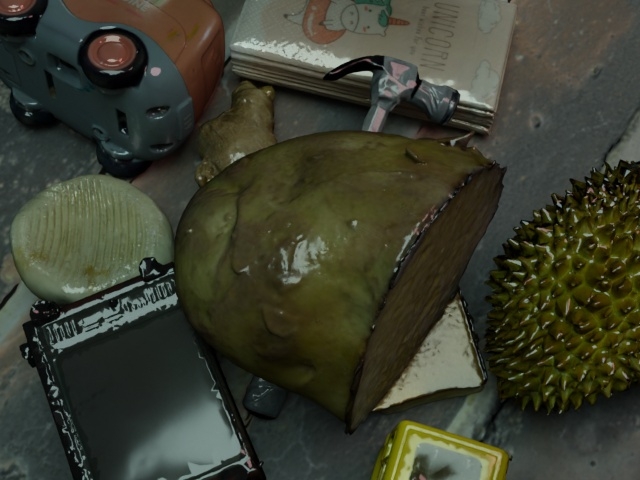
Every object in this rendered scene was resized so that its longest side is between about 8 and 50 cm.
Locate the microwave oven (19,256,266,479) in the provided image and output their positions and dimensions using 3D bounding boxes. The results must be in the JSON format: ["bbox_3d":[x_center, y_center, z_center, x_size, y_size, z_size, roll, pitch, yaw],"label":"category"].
[{"bbox_3d":[-0.177,0.177,1.046,0.188,0.178,0.248,-20,68,-9],"label":"microwave oven"}]

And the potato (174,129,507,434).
[{"bbox_3d":[0.000,0.000,1.011,0.237,0.301,0.288,30,33,19],"label":"potato"}]

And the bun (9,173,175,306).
[{"bbox_3d":[-0.254,0.016,1.155,0.183,0.102,0.183,5,51,-6],"label":"bun"}]

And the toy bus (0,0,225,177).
[{"bbox_3d":[-0.244,-0.237,1.219,0.287,0.194,0.232,30,64,14],"label":"toy bus"}]

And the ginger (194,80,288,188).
[{"bbox_3d":[-0.083,-0.094,1.211,0.137,0.074,0.213,-16,70,-24],"label":"ginger"}]

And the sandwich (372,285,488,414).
[{"bbox_3d":[0.080,0.089,1.138,0.162,0.058,0.193,-13,69,-3],"label":"sandwich"}]

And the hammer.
[{"bbox_3d":[0.019,-0.004,1.143,0.152,0.044,0.427,21,83,-12],"label":"hammer"}]

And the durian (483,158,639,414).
[{"bbox_3d":[0.290,0.050,1.056,0.292,0.258,0.258,-29,69,-5],"label":"durian"}]

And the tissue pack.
[{"bbox_3d":[0.067,-0.246,1.267,0.325,0.071,0.170,14,63,6],"label":"tissue pack"}]

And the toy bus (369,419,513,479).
[{"bbox_3d":[0.081,0.347,0.980,0.144,0.152,0.330,16,69,7],"label":"toy bus"}]
